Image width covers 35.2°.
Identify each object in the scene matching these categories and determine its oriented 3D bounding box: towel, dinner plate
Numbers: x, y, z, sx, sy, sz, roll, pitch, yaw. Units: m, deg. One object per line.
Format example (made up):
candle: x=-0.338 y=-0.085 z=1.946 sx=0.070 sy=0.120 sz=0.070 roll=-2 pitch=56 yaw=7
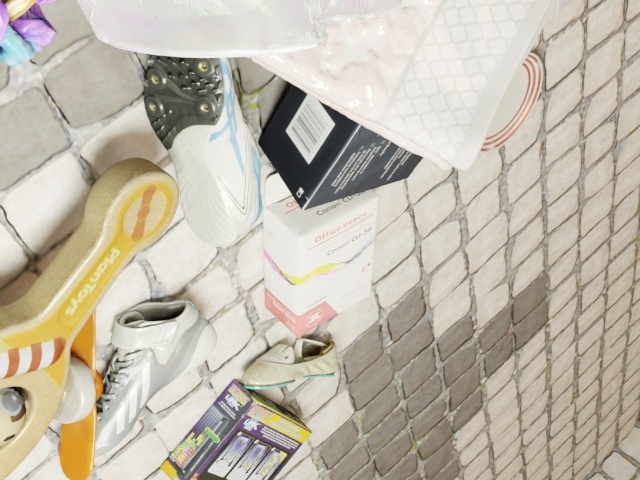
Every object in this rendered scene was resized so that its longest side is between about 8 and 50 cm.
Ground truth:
towel: x=0.067 y=-0.260 z=0.791 sx=0.317 sy=0.053 sz=0.332 roll=28 pitch=91 yaw=-25
dinner plate: x=0.229 y=-0.175 z=1.272 sx=0.141 sy=0.017 sz=0.141 roll=-31 pitch=143 yaw=-27

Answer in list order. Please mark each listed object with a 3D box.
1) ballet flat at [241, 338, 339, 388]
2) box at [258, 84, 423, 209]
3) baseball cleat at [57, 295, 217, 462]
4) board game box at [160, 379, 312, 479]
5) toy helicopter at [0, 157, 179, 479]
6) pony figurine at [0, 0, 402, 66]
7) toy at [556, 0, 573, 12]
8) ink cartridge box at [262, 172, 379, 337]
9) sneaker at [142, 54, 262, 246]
ballet flat: x=-0.038 y=0.149 z=1.252 sx=0.168 sy=0.057 sz=0.052 roll=-1 pitch=95 yaw=-54
box: x=0.047 y=-0.125 z=0.996 sx=0.158 sy=0.093 sz=0.156 roll=-18 pitch=156 yaw=-39
baseball cleat: x=-0.204 y=0.136 z=1.032 sx=0.206 sy=0.072 sz=0.109 roll=-44 pitch=130 yaw=-14
board game box: x=-0.102 y=0.263 z=1.277 sx=0.141 sy=0.048 sz=0.170 roll=-51 pitch=147 yaw=-4
toy helicopter: x=-0.234 y=0.087 z=0.875 sx=0.355 sy=0.140 sz=0.235 roll=-53 pitch=149 yaw=-1
pony figurine: x=-0.151 y=-0.250 z=0.544 sx=0.350 sy=0.303 sz=0.363 roll=-11 pitch=149 yaw=10
toy: x=0.323 y=-0.378 z=1.152 sx=0.237 sy=0.056 sz=0.137 roll=-38 pitch=141 yaw=-27
ink cartridge box: x=0.000 y=0.000 z=1.124 sx=0.115 sy=0.067 sz=0.198 roll=-29 pitch=141 yaw=-28
sneaker: x=-0.099 y=-0.101 z=0.912 sx=0.237 sy=0.085 sz=0.086 roll=84 pitch=27 yaw=-43
